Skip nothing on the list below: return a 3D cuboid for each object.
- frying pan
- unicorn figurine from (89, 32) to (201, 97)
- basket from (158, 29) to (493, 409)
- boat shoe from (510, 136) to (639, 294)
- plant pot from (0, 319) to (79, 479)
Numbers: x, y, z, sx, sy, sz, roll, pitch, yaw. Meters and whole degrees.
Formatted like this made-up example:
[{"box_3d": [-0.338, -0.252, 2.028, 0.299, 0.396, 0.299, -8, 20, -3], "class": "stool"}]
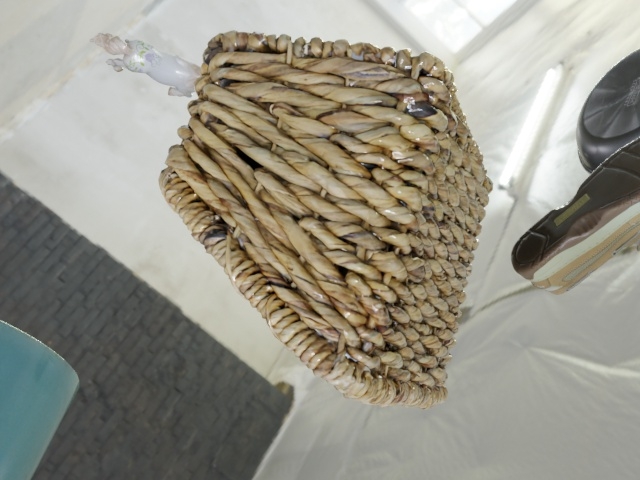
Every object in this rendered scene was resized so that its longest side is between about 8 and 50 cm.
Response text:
[{"box_3d": [0.388, -0.138, 0.764, 0.197, 0.053, 0.326, -54, -158, 5], "class": "frying pan"}, {"box_3d": [-0.159, -0.188, 0.782, 0.111, 0.162, 0.060, 15, -76, 58], "class": "unicorn figurine"}, {"box_3d": [0.000, 0.000, 0.577, 0.299, 0.214, 0.222, 31, 72, -68], "class": "basket"}, {"box_3d": [0.255, -0.021, 0.613, 0.190, 0.072, 0.068, -41, -153, 30], "class": "boat shoe"}, {"box_3d": [-0.415, 0.202, 0.679, 0.293, 0.293, 0.235, -36, -146, 51], "class": "plant pot"}]
